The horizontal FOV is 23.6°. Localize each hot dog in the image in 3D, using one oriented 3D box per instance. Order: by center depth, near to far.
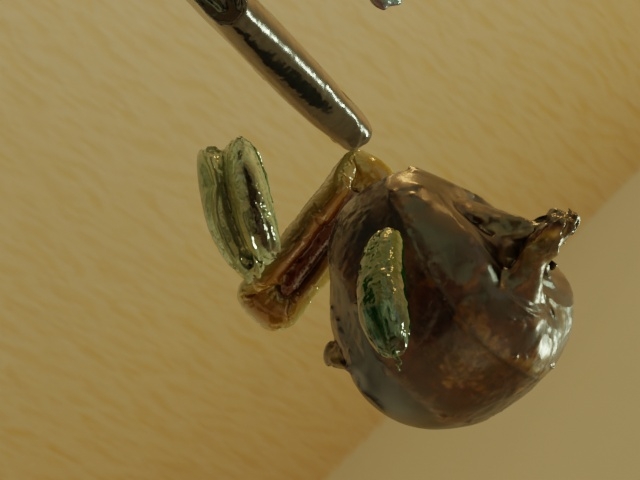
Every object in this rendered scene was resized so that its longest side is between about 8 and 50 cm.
[{"bbox_3d":[0.000,0.000,1.788,0.242,0.084,0.073,-50,-173,-4],"label":"hot dog"}]

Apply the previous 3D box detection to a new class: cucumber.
[{"bbox_3d":[0.045,0.035,1.088,0.039,0.039,0.168,-34,-154,22],"label":"cucumber"}]

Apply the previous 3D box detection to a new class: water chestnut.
[{"bbox_3d":[0.117,0.040,1.285,0.238,0.223,0.224,-47,-141,21],"label":"water chestnut"}]

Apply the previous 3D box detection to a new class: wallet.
[{"bbox_3d":[-0.081,-0.245,1.768,0.062,0.406,0.228,-44,-116,3],"label":"wallet"}]

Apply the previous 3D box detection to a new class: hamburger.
[{"bbox_3d":[-0.076,-0.033,1.485,0.062,0.133,0.140,-19,-120,4],"label":"hamburger"}]

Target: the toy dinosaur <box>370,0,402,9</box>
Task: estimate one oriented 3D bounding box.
[{"bbox_3d":[0.006,-0.184,0.862,0.045,0.197,0.080,38,-86,35],"label":"toy dinosaur"}]
